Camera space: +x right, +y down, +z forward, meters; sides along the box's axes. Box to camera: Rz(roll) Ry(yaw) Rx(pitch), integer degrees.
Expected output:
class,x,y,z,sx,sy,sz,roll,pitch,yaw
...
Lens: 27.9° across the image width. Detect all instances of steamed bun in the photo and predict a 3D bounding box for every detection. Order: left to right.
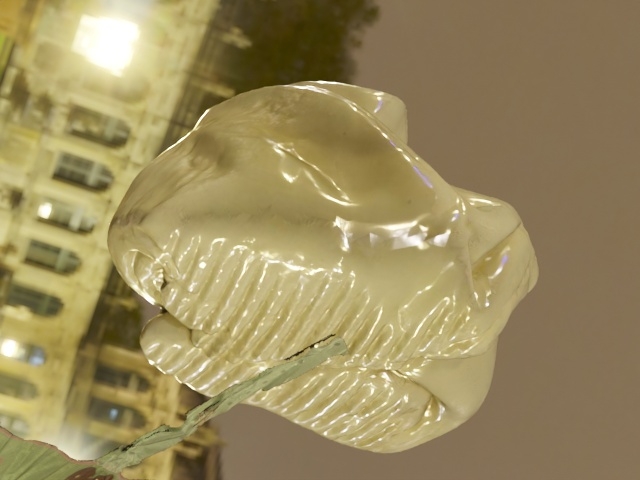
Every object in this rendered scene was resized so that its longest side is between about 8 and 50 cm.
class,x,y,z,sx,sy,sz,roll,pitch,yaw
steamed bun,0.000,0.000,1.152,0.342,0.367,0.255,123,-19,-53

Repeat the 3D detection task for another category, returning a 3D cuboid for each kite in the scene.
class,x,y,z,sx,sy,sz,roll,pitch,yaw
kite,-0.098,0.105,0.580,0.250,0.229,0.012,-32,-117,6
